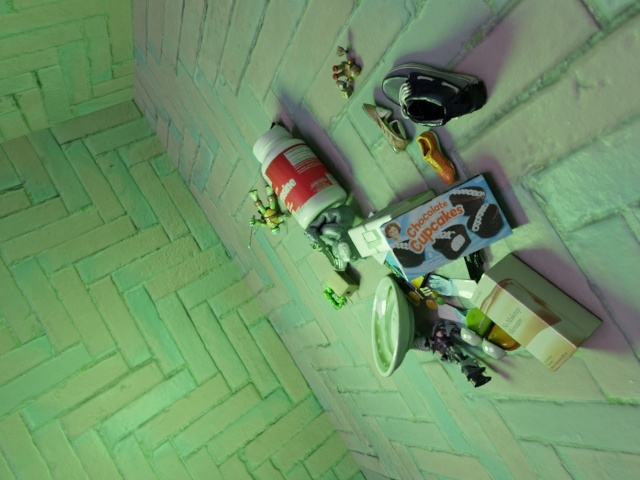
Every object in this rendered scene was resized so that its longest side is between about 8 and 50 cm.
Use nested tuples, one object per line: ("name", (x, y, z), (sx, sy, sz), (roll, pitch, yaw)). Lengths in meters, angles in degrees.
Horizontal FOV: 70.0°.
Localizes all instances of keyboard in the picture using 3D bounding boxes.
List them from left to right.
("keyboard", (0.483, 0.047, 1.439), (0.100, 0.038, 0.192), (-127, 14, -72))

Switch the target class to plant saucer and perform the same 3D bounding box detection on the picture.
("plant saucer", (0.298, 0.344, 1.843), (0.400, 0.100, 0.400), (-176, 90, -83))

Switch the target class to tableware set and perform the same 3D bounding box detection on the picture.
("tableware set", (0.388, 0.214, 1.688), (0.104, 0.024, 0.154), (46, 150, -4))

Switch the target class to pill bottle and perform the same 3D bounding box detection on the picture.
("pill bottle", (-0.095, -0.265, 1.887), (0.408, 0.229, 0.229), (52, 152, 15))

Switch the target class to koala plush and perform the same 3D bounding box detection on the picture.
("koala plush", (0.088, -0.006, 1.807), (0.203, 0.196, 0.221), (-45, 63, 22))

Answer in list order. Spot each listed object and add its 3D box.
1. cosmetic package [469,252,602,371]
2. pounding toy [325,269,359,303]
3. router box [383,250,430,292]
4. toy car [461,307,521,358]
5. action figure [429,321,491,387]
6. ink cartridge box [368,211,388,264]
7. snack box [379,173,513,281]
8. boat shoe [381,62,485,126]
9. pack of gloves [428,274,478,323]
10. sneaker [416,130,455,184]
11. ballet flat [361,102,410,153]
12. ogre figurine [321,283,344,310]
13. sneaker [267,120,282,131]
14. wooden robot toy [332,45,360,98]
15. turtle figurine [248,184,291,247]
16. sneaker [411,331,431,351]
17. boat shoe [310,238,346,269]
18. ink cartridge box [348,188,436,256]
("cosmetic package", (0.590, 0.197, 1.284), (0.296, 0.129, 0.153), (43, 150, 30))
("pounding toy", (0.106, 0.219, 2.142), (0.130, 0.141, 0.100), (45, 107, 27))
("router box", (0.326, 0.097, 1.726), (0.179, 0.046, 0.133), (44, 149, 26))
("toy car", (0.552, 0.283, 1.452), (0.182, 0.159, 0.136), (28, 176, 46))
("action figure", (0.499, 0.416, 1.702), (0.285, 0.099, 0.185), (49, 162, 52))
("ink cartridge box", (0.232, -0.012, 1.801), (0.145, 0.045, 0.179), (46, 141, 26))
("snack box", (0.353, -0.033, 1.312), (0.322, 0.060, 0.187), (-28, 93, 18))
("boat shoe", (0.254, -0.393, 1.234), (0.340, 0.158, 0.127), (26, 138, 47))
("pack of gloves", (0.469, 0.220, 1.609), (0.232, 0.046, 0.195), (5, 122, 58))
("sneaker", (0.337, -0.237, 1.351), (0.175, 0.067, 0.064), (58, 152, 0))
("ballet flat", (0.214, -0.370, 1.449), (0.067, 0.073, 0.206), (-41, 82, 35))
("ogre figurine", (0.073, 0.267, 2.294), (0.118, 0.097, 0.197), (32, 162, 13))
("sneaker", (-0.205, -0.455, 2.080), (0.235, 0.084, 0.097), (124, 137, -60))
("wooden robot toy", (0.090, -0.536, 1.476), (0.079, 0.076, 0.173), (26, 140, 31))
("turtle figurine", (-0.265, -0.138, 2.352), (0.198, 0.275, 0.266), (-10, 107, 26))
("sneaker", (0.386, 0.417, 1.838), (0.191, 0.083, 0.071), (116, 135, -82))
("boat shoe", (0.000, 0.000, 2.109), (0.335, 0.119, 0.121), (61, 153, -2))
("ink cartridge box", (0.250, -0.053, 1.538), (0.115, 0.198, 0.273), (61, 154, -4))
